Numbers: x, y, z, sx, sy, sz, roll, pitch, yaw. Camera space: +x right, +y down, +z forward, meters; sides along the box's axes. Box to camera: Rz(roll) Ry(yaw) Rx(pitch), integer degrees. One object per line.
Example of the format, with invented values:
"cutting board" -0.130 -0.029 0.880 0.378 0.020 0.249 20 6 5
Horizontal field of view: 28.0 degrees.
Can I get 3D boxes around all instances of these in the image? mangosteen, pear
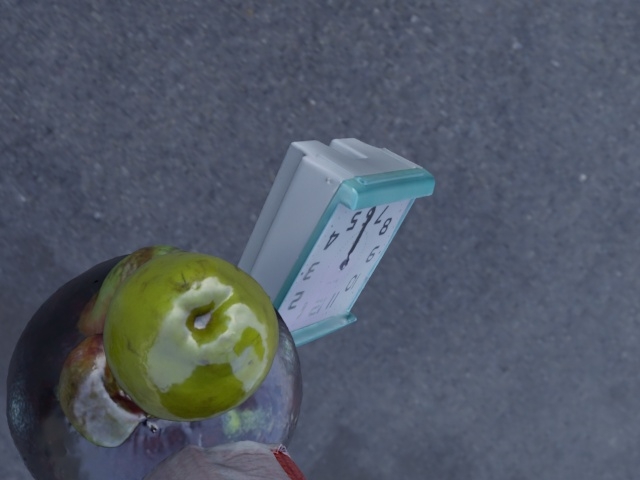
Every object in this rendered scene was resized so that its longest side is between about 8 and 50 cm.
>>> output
"mangosteen" -0.155 0.137 1.195 0.288 0.288 0.288 -23 134 -27
"pear" -0.080 0.060 0.790 0.107 0.107 0.131 -30 168 -21

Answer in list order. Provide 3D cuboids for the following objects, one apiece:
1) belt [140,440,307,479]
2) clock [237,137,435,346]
"belt" -0.071 0.220 0.764 0.201 0.124 0.128 -45 115 -3
"clock" 0.000 0.000 1.483 0.231 0.116 0.262 -61 161 18
